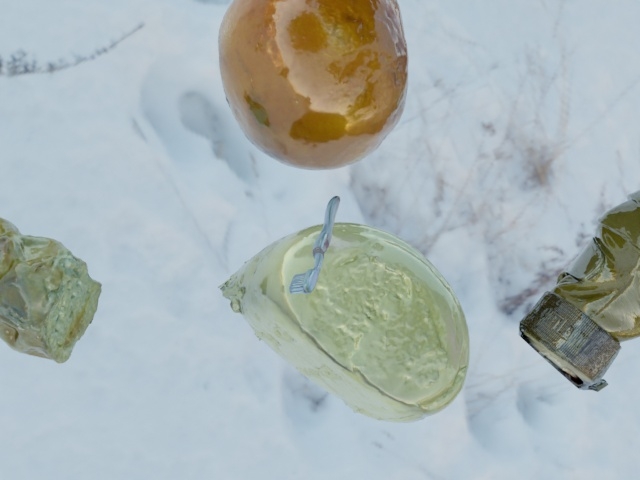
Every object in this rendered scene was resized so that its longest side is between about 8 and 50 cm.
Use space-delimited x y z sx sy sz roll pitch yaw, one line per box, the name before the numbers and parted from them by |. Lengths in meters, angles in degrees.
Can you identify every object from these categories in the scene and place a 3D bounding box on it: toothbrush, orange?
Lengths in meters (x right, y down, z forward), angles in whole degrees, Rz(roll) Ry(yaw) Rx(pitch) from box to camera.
toothbrush | 0.000 0.000 0.916 0.193 0.019 0.013 -68 146 -64
orange | -0.010 -0.216 1.377 0.261 0.261 0.261 21 59 -41

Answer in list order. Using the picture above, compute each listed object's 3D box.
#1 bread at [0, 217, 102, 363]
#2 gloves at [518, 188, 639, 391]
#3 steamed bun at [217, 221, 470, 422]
bread | -0.416 0.040 1.371 0.130 0.267 0.152 -34 144 -68
gloves | 0.353 0.015 1.154 0.141 0.331 0.154 49 6 10
steamed bun | 0.037 0.080 1.261 0.273 0.232 0.166 38 75 -5
